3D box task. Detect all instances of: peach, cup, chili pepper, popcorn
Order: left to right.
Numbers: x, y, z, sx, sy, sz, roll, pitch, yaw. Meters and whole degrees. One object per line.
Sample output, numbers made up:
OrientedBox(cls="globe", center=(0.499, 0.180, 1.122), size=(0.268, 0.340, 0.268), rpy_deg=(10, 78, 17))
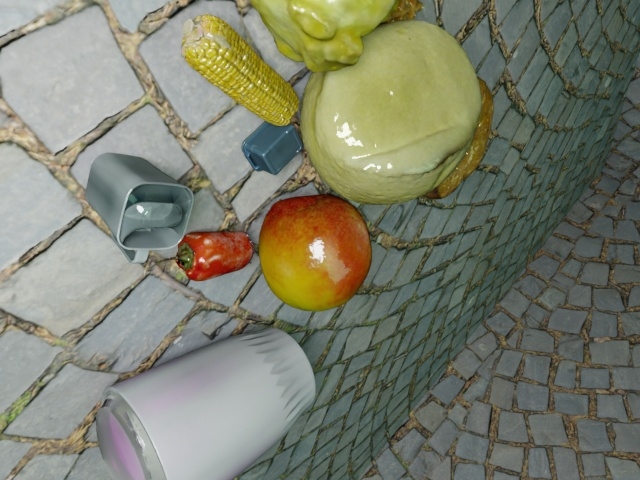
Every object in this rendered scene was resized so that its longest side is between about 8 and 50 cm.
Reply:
OrientedBox(cls="cup", center=(-0.252, -0.040, 0.606), size=(0.095, 0.130, 0.128), rpy_deg=(-1, 118, -49))
OrientedBox(cls="chili pepper", center=(-0.203, 0.027, 0.760), size=(0.192, 0.084, 0.086), rpy_deg=(-12, 110, -51))
OrientedBox(cls="cup", center=(-0.203, 0.327, 0.852), size=(0.372, 0.253, 0.253), rpy_deg=(-20, 131, -42))
OrientedBox(cls="peach", center=(-0.012, 0.018, 0.853), size=(0.231, 0.231, 0.230), rpy_deg=(-30, 137, -32))
OrientedBox(cls="popcorn", center=(0.017, -0.378, 0.577), size=(0.250, 0.235, 0.242), rpy_deg=(-43, 167, -2))

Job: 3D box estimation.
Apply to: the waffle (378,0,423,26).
OrientedBox(cls="waffle", center=(0.122, -0.475, 0.776), size=(0.238, 0.059, 0.243), rpy_deg=(11, 111, -56))

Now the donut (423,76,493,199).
OrientedBox(cls="donut", center=(0.284, -0.252, 1.058), size=(0.317, 0.150, 0.299), rpy_deg=(17, 106, -54))

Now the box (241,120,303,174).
OrientedBox(cls="box", center=(-0.079, -0.164, 0.776), size=(0.099, 0.054, 0.074), rpy_deg=(-47, 146, -13))

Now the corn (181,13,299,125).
OrientedBox(cls="corn", center=(-0.112, -0.242, 0.656), size=(0.080, 0.080, 0.238), rpy_deg=(-58, 148, 2))

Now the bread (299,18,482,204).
OrientedBox(cls="bread", center=(0.122, -0.215, 0.797), size=(0.321, 0.237, 0.319), rpy_deg=(3, 82, -20))
